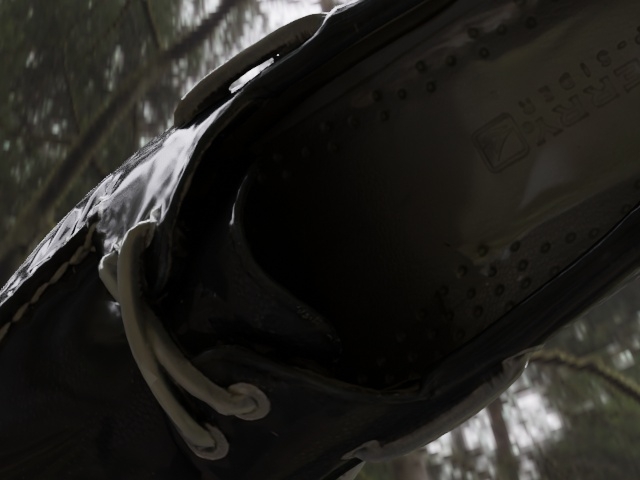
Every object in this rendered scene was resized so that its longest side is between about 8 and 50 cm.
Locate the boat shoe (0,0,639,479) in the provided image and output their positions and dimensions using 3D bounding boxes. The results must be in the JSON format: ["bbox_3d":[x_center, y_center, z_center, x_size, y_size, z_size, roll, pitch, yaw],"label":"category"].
[{"bbox_3d":[0.000,0.000,0.478,0.302,0.091,0.114,-38,-101,16],"label":"boat shoe"}]
